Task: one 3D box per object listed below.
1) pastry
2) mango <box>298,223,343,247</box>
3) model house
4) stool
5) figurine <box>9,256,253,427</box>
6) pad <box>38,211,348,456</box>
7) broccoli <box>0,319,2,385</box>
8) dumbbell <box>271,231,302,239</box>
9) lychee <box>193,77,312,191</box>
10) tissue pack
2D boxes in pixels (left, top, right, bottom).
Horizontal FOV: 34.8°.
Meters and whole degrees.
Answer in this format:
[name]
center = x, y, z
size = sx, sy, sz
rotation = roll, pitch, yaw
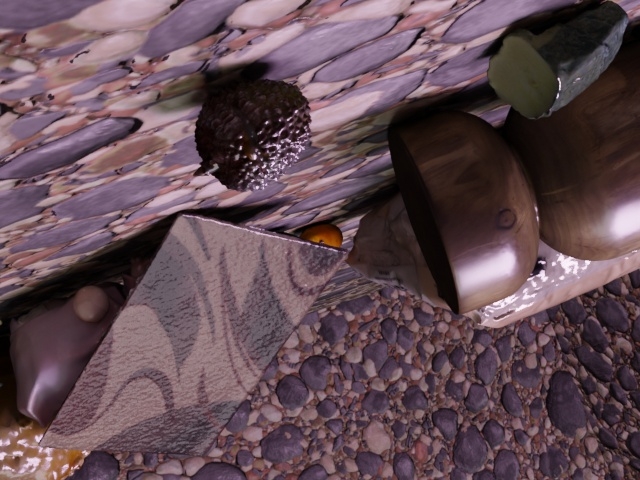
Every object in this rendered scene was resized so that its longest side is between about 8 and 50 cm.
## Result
[pastry]
center = -0.401, 0.220, 1.194
size = 0.310, 0.162, 0.255
rotation = -10, -162, -37
[mango]
center = 0.000, 0.000, 1.336
size = 0.060, 0.046, 0.089
rotation = -20, -174, 14
[model house]
center = 0.178, -0.138, 0.758
size = 0.083, 0.066, 0.079
rotation = -36, 167, -18
[stool]
center = 0.213, -0.060, 0.908
size = 0.264, 0.179, 0.179
rotation = -19, 173, -2
[figurine]
center = -0.209, 0.098, 1.111
size = 0.275, 0.133, 0.200
rotation = -23, 167, -5
[pad]
center = -0.132, 0.114, 1.071
size = 0.220, 0.004, 0.330
rotation = 12, 123, -39
[broccoli]
center = -0.382, 0.131, 1.006
size = 0.160, 0.154, 0.167
rotation = -60, -172, -20
[dumbbell]
center = -0.066, 0.047, 1.281
size = 0.099, 0.099, 0.208
rotation = -16, 171, -29
[lychee]
center = -0.044, -0.065, 0.621
size = 0.083, 0.067, 0.068
rotation = -30, 167, -5
[tissue pack]
center = 0.245, -0.034, 1.228
size = 0.389, 0.195, 0.375
rotation = -19, -175, -11
